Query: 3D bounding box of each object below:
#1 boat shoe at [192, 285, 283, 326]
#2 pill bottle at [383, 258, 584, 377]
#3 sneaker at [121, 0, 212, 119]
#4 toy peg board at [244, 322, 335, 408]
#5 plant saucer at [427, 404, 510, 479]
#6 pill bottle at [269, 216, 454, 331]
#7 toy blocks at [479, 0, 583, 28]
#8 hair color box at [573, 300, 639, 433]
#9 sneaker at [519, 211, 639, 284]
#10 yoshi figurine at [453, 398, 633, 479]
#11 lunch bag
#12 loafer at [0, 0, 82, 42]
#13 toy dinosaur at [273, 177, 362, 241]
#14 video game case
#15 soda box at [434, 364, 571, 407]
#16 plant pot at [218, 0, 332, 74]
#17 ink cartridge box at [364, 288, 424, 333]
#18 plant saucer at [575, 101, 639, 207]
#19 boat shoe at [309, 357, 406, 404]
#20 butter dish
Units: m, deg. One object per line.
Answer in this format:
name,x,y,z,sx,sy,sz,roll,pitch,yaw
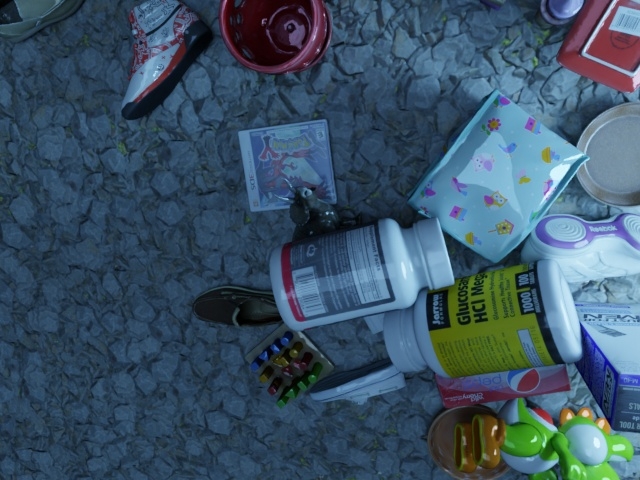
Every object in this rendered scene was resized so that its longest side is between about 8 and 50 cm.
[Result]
boat shoe,-0.188,0.158,1.183,0.258,0.095,0.095,-5,102,13
pill bottle,0.300,0.160,0.975,0.334,0.188,0.187,-17,99,29
sneaker,-0.368,-0.398,1.094,0.270,0.090,0.145,-44,90,14
toy peg board,-0.082,0.300,1.204,0.161,0.079,0.160,-42,92,17
plant saucer,0.347,0.460,1.172,0.200,0.037,0.199,3,104,12
pill bottle,0.080,0.057,0.966,0.319,0.176,0.176,-14,100,12
toy blocks,0.326,-0.531,0.821,0.309,0.260,0.288,23,107,6
hair color box,0.567,0.210,0.905,0.185,0.339,0.109,2,104,12
sneaker,0.542,0.022,1.002,0.306,0.114,0.152,5,143,-2
yoshi figurine,0.472,0.464,1.048,0.363,0.203,0.202,7,110,-7
lunch bag,0.324,-0.114,0.977,0.223,0.160,0.262,36,102,1
loafer,-0.628,-0.524,1.115,0.269,0.092,0.101,-28,96,17
toy dinosaur,0.000,0.000,1.108,0.161,0.121,0.313,10,126,13
video game case,-0.072,-0.161,1.119,0.202,0.023,0.183,-5,102,13
soda box,0.384,0.285,1.098,0.264,0.083,0.092,-14,100,15
plant pot,-0.077,-0.414,0.980,0.191,0.174,0.190,3,104,11
ink cartridge box,0.163,0.111,1.130,0.179,0.045,0.145,-28,97,23
plant saucer,0.586,-0.162,0.971,0.199,0.036,0.198,3,105,11
boat shoe,0.087,0.343,1.175,0.227,0.083,0.075,-22,97,15
butter dish,0.497,-0.359,0.867,0.160,0.118,0.159,20,122,-5
